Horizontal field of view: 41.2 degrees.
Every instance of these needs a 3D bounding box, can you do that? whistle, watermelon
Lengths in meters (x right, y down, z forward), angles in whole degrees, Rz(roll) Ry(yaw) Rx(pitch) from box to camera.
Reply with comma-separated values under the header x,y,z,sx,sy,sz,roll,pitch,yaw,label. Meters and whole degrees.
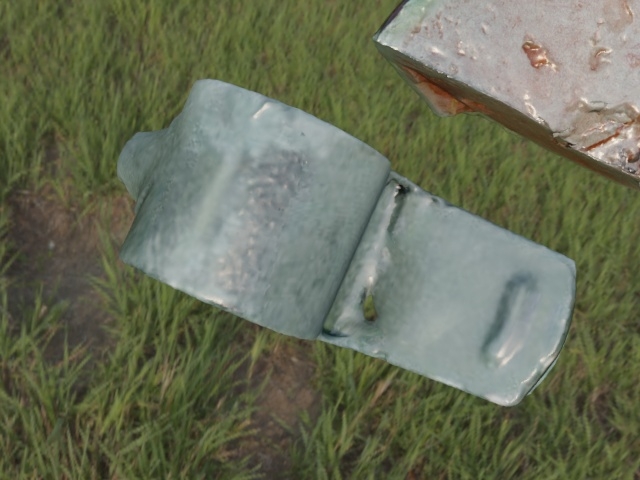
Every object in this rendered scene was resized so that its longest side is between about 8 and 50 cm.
x,y,z,sx,sy,sz,roll,pitch,yaw,label
0.010,0.006,0.741,0.404,0.168,0.188,24,-2,-9,whistle
0.196,-0.155,0.767,0.305,0.224,0.180,24,46,-7,watermelon
